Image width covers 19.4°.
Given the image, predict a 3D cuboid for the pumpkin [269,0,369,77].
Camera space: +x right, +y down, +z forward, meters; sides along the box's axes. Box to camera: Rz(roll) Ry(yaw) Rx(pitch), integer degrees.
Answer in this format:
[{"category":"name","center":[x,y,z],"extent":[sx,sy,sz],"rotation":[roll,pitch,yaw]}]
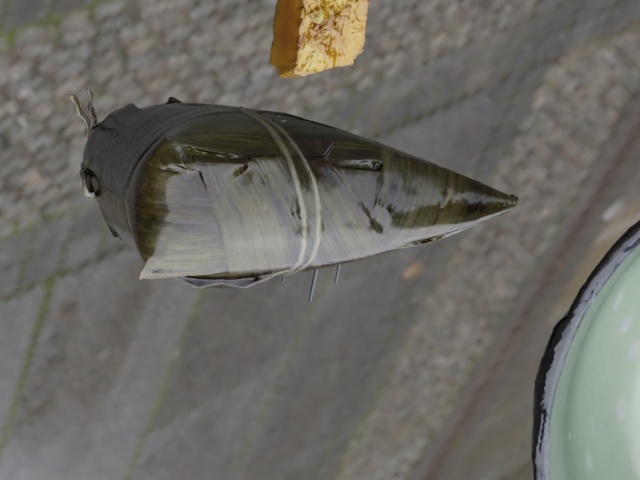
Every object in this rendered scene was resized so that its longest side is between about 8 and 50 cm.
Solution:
[{"category":"pumpkin","center":[-0.002,-0.174,1.476],"extent":[0.074,0.054,0.083],"rotation":[-13,122,-33]}]

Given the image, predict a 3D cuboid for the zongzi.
[{"category":"zongzi","center":[-0.028,-0.037,1.231],"extent":[0.241,0.248,0.111],"rotation":[1,101,-19]}]

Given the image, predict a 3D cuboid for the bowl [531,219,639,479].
[{"category":"bowl","center":[0.297,0.105,1.118],"extent":[0.354,0.354,0.185],"rotation":[-46,-177,7]}]

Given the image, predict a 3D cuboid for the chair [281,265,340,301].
[{"category":"chair","center":[-0.001,0.000,1.351],"extent":[0.042,0.037,0.086],"rotation":[-25,139,-43]}]
